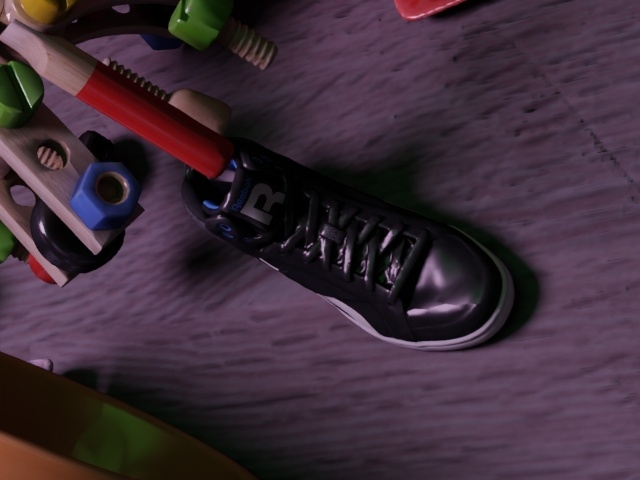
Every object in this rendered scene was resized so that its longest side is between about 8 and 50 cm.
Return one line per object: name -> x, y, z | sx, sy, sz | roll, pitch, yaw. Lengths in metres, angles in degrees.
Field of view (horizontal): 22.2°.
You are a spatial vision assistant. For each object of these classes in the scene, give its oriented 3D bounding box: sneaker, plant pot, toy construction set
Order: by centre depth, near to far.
plant pot -> -0.196, 0.184, 0.930 | 0.291, 0.291, 0.203 | 22, 89, 38
sneaker -> 0.000, 0.000, 0.961 | 0.217, 0.121, 0.079 | 22, 88, 38
toy construction set -> -0.184, -0.125, 0.993 | 0.257, 0.237, 0.309 | -61, 19, -6

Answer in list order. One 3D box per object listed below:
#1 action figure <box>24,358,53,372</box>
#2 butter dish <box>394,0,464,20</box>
action figure -> -0.346, 0.161, 1.141 | 0.276, 0.248, 0.370 | 145, 138, -62
butter dish -> 0.082, -0.241, 0.992 | 0.160, 0.118, 0.160 | -21, 62, 28
